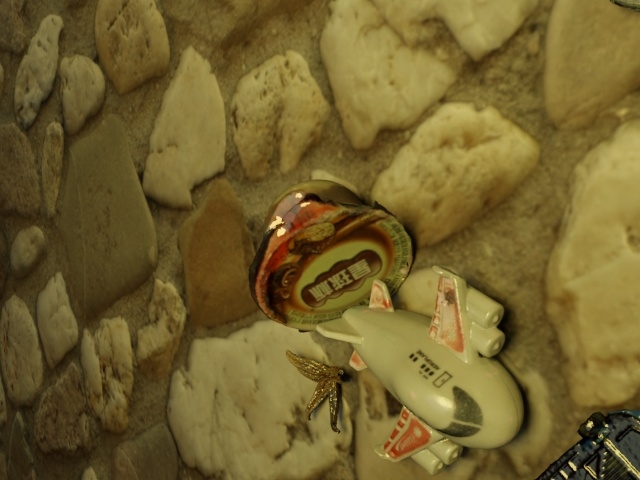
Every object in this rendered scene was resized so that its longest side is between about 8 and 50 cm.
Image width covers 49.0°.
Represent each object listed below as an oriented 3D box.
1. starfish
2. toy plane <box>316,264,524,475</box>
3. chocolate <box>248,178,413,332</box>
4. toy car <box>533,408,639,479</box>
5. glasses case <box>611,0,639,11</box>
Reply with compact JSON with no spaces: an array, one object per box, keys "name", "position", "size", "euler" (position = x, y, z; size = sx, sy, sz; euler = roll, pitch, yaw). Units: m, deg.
[{"name":"starfish","position":[0.011,0.194,0.956],"size":[0.130,0.041,0.133],"euler":[-38,72,50]},{"name":"toy plane","position":[0.115,0.145,0.794],"size":[0.252,0.118,0.252],"euler":[8,101,44]},{"name":"chocolate","position":[-0.007,-0.004,0.871],"size":[0.221,0.221,0.147],"euler":[-60,39,31]},{"name":"toy car","position":[0.264,0.249,0.683],"size":[0.216,0.063,0.103],"euler":[-54,56,22]},{"name":"glasses case","position":[0.304,-0.339,0.589],"size":[0.109,0.067,0.282],"euler":[18,108,47]}]
